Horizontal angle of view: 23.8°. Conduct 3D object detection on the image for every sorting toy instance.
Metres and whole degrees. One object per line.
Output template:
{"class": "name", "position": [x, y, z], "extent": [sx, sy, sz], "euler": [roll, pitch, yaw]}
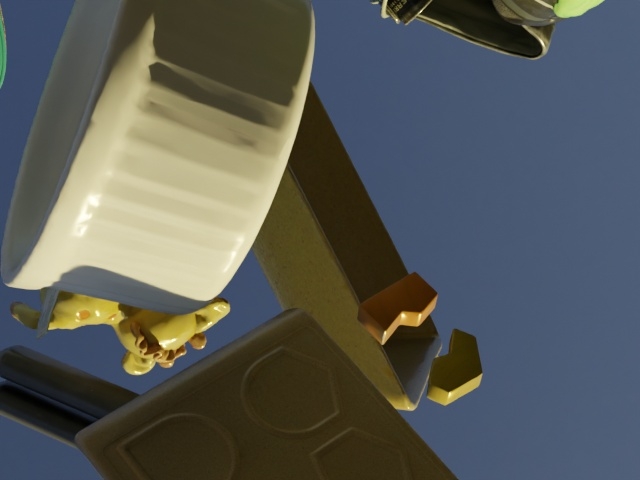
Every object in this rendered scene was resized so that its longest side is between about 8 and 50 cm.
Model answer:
{"class": "sorting toy", "position": [0.004, 0.151, 1.127], "extent": [0.307, 0.041, 0.229], "euler": [-30, -121, -28]}

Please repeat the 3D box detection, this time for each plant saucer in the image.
{"class": "plant saucer", "position": [0.000, 0.000, 1.483], "extent": [0.332, 0.081, 0.333], "euler": [62, -169, -2]}

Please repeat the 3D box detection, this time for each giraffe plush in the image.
{"class": "giraffe plush", "position": [-0.186, 0.045, 1.522], "extent": [0.170, 0.181, 0.210], "euler": [36, -120, -32]}

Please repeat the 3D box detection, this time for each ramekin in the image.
{"class": "ramekin", "position": [-0.111, -0.083, 1.037], "extent": [0.135, 0.277, 0.277], "euler": [19, -119, -17]}

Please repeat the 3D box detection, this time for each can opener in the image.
{"class": "can opener", "position": [-0.201, 0.180, 1.421], "extent": [0.095, 0.283, 0.076], "euler": [-21, -52, -65]}

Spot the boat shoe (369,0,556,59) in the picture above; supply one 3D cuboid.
{"class": "boat shoe", "position": [0.094, -0.264, 1.436], "extent": [0.335, 0.121, 0.119], "euler": [15, -113, -20]}

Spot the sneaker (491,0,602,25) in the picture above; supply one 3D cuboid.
{"class": "sneaker", "position": [0.111, -0.368, 1.098], "extent": [0.185, 0.202, 0.482], "euler": [-3, -114, -14]}

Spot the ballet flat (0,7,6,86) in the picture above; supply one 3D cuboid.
{"class": "ballet flat", "position": [-0.336, -0.237, 1.153], "extent": [0.107, 0.106, 0.316], "euler": [-43, -46, -28]}
